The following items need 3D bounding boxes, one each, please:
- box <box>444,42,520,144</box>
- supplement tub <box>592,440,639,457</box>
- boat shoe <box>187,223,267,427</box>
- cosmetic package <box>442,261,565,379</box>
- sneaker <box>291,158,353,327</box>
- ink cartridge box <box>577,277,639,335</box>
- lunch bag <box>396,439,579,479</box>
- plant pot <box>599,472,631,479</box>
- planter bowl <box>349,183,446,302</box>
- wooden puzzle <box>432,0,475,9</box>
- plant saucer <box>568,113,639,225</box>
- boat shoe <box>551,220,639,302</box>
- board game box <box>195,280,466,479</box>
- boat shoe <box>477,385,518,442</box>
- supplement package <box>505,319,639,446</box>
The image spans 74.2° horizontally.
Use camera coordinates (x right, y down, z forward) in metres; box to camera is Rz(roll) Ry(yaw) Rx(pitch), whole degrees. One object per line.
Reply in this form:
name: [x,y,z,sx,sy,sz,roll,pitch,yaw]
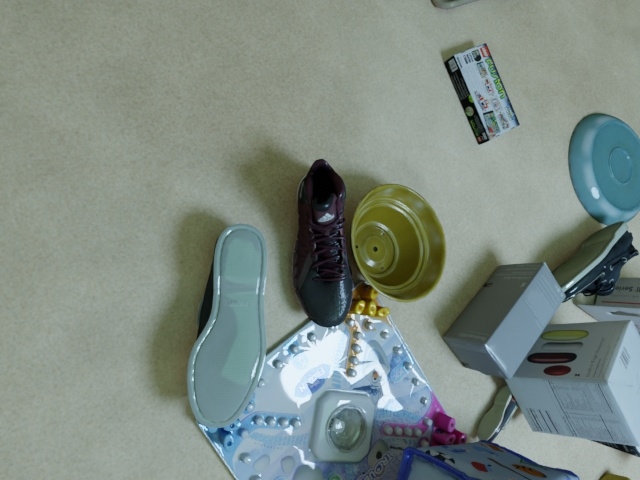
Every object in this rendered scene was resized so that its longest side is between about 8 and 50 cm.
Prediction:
box: [0.376,-0.339,0.979,0.114,0.036,0.207,-27,96,-24]
supplement tub: [0.619,0.385,0.928,0.116,0.190,0.117,2,85,-24]
boat shoe: [-0.138,0.128,0.668,0.114,0.091,0.303,14,78,-12]
cosmetic package: [0.383,0.160,0.883,0.238,0.127,0.107,-41,101,-24]
sneaker: [0.000,0.000,0.691,0.106,0.162,0.282,-6,79,-4]
ink cartridge box: [0.838,0.186,1.037,0.353,0.207,0.119,29,75,-19]
lunch bag: [0.243,0.547,0.676,0.327,0.238,0.386,22,76,-44]
plant pot: [0.719,0.613,1.012,0.081,0.081,0.083,45,59,-13]
planter bowl: [0.125,0.010,0.796,0.217,0.090,0.218,7,75,-28]
wooden puzzle: [0.339,-0.740,0.982,0.322,0.080,0.348,-28,96,-24]
plant saucer: [0.802,-0.198,1.153,0.317,0.043,0.318,2,84,-24]
boat shoe: [0.661,0.076,1.015,0.340,0.127,0.113,-31,85,-33]
board game box: [0.048,0.336,0.755,0.389,0.050,0.390,-35,99,-23]
boat shoe: [0.383,0.378,0.904,0.043,0.049,0.137,49,64,-14]
supplement package: [0.538,0.283,0.876,0.194,0.203,0.149,-35,99,-37]
